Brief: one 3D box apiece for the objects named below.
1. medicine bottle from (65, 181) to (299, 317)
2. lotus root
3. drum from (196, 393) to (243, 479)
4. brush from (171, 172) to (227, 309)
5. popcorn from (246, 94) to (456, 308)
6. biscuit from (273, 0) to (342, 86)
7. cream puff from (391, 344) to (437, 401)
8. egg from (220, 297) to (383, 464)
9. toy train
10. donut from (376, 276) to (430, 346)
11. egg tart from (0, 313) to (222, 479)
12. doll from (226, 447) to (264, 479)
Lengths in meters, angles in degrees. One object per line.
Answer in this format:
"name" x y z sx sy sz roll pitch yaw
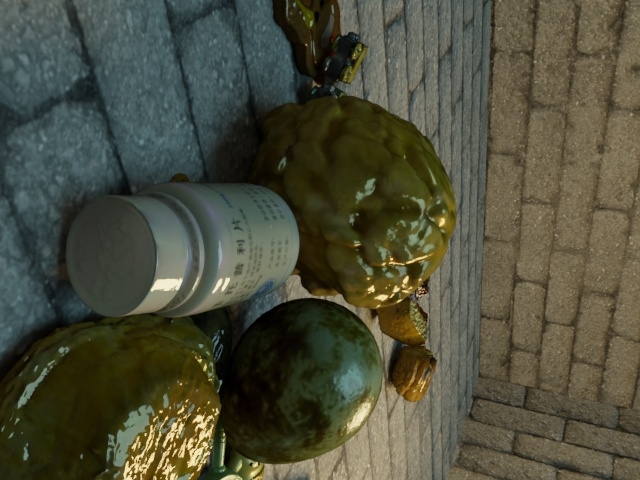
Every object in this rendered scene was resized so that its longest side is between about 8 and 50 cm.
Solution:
"medicine bottle" -0.163 0.008 0.846 0.293 0.170 0.170 -5 103 -62
"lotus root" -0.176 0.176 0.995 0.089 0.080 0.179 27 75 -68
"drum" -0.184 0.371 1.083 0.130 0.049 0.253 -24 110 -51
"brush" -0.173 -0.002 1.028 0.272 0.013 0.103 70 36 -47
"popcorn" 0.055 -0.076 1.106 0.354 0.390 0.344 -32 114 -29
"biscuit" -0.007 -0.405 1.238 0.295 0.044 0.186 51 54 -60
"cream puff" 0.296 0.421 2.134 0.189 0.129 0.189 19 90 -75
"egg" -0.037 0.226 1.051 0.289 0.238 0.238 -43 162 14
"toy train" 0.026 -0.297 1.258 0.202 0.060 0.081 -63 165 19
"donut" 0.220 0.162 1.868 0.295 0.151 0.112 -73 146 -50
"egg tart" -0.241 0.255 0.786 0.351 0.153 0.340 17 86 -61
"doll" -0.133 0.380 1.193 0.106 0.062 0.163 -33 127 -58
